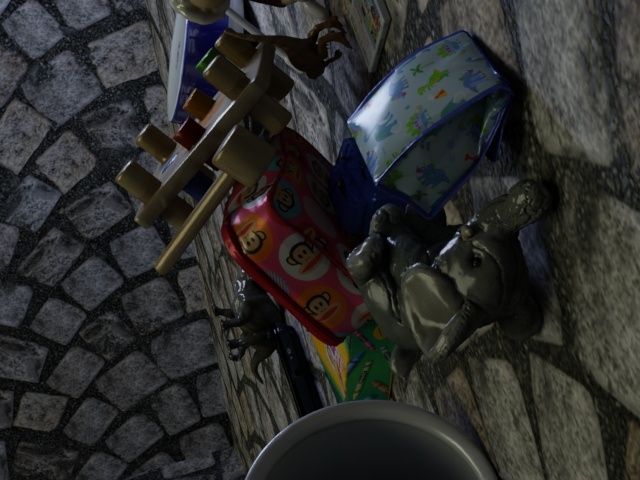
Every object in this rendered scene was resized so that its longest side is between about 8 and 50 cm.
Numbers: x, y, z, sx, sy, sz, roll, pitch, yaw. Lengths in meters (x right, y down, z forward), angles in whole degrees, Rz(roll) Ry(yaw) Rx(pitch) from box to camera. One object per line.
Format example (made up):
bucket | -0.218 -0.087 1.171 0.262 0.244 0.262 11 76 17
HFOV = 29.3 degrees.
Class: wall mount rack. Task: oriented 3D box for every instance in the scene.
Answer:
wall mount rack | -0.098 -0.417 1.817 0.350 0.131 0.304 122 136 -74

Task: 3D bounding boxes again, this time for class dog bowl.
dog bowl | -0.218 -0.343 2.289 0.265 0.104 0.264 -175 90 -77

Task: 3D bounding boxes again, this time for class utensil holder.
utensil holder | 0.072 0.449 1.603 0.385 0.328 0.327 85 165 -49

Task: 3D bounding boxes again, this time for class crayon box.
crayon box | 0.049 0.130 1.876 0.278 0.081 0.165 92 160 -54

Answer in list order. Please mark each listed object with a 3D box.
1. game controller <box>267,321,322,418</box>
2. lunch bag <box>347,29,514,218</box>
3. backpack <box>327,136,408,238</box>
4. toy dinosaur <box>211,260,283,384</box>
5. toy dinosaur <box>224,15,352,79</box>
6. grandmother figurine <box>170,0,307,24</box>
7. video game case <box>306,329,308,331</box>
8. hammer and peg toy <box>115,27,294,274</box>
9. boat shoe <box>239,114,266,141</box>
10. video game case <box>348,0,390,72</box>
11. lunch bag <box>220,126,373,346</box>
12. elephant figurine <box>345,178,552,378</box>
game controller | -0.044 0.330 2.594 0.166 0.067 0.319 100 153 -63
lunch bag | 0.113 -0.119 1.184 0.151 0.096 0.129 -50 33 20
backpack | 0.059 -0.075 1.543 0.098 0.101 0.120 109 148 -50
toy dinosaur | -0.144 0.186 2.725 0.121 0.160 0.313 -144 34 -71
toy dinosaur | -0.021 -0.252 1.623 0.211 0.112 0.064 24 -143 -63
grandmother figurine | -0.102 -0.376 1.632 0.208 0.104 0.342 36 153 -22
video game case | -0.062 0.001 2.356 0.248 0.035 0.274 -125 24 -60
hammer and peg toy | -0.158 -0.127 1.604 0.127 0.266 0.361 39 -163 -13
boat shoe | -0.150 -0.214 2.393 0.254 0.079 0.095 125 131 -72
video game case | 0.060 -0.274 1.509 0.122 0.011 0.087 104 150 -67
lunch bag | 0.000 0.000 1.606 0.258 0.120 0.293 43 -160 -16
elephant figurine | 0.142 0.045 1.214 0.186 0.169 0.239 50 163 -27
